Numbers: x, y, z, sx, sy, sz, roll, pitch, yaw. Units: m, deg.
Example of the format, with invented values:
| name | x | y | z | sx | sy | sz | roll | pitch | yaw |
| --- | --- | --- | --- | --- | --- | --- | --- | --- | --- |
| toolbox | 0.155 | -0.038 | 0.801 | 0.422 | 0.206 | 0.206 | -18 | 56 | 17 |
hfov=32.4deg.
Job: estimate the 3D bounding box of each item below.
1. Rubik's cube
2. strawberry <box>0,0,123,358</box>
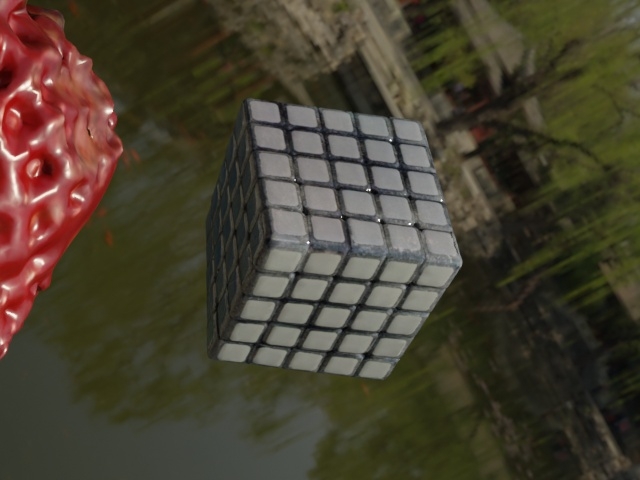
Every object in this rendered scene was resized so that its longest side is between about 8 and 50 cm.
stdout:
| name | x | y | z | sx | sy | sz | roll | pitch | yaw |
| --- | --- | --- | --- | --- | --- | --- | --- | --- | --- |
| Rubik's cube | 0.000 | 0.000 | 1.302 | 0.237 | 0.238 | 0.237 | 115 | -25 | -46 |
| strawberry | -0.313 | -0.032 | 0.780 | 0.317 | 0.295 | 0.345 | 51 | 43 | -63 |
